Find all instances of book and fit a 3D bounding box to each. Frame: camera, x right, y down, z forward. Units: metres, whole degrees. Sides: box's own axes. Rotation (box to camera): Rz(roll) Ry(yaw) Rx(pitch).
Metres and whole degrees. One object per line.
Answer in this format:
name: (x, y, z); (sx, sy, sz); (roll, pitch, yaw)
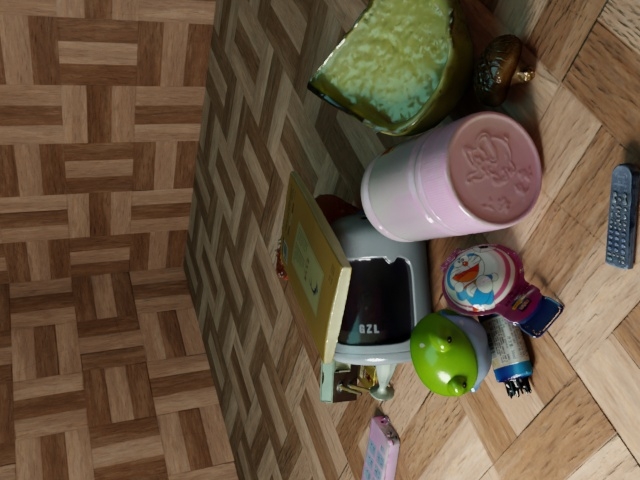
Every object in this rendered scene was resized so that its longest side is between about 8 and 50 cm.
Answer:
book: (-0.024, 0.050, 1.451); (0.389, 0.032, 0.269); (-117, 29, -49)

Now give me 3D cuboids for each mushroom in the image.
mushroom: (0.306, -0.291, 1.108); (0.109, 0.085, 0.126); (-128, 45, -53)

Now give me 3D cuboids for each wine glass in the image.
wine glass: (0.161, 0.317, 1.604); (0.073, 0.073, 0.155); (-130, 39, -54)

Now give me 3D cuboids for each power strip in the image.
power strip: (0.157, 0.598, 1.709); (0.109, 0.038, 0.278); (-133, 43, -56)

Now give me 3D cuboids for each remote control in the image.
remote control: (0.438, -0.035, 0.930); (0.043, 0.027, 0.152); (23, 118, 58)

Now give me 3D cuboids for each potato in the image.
potato: (0.190, -0.327, 1.268); (0.330, 0.213, 0.280); (-50, 55, 27)

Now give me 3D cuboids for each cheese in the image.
cheese: (0.311, 0.084, 1.146); (0.244, 0.155, 0.062); (38, 173, 45)

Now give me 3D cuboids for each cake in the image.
cake: (0.000, 0.000, 1.706); (0.283, 0.151, 0.177); (-47, 41, 29)

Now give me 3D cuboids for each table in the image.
table: (0.080, 0.300, 1.682); (0.111, 0.122, 0.240); (-3, 81, 34)

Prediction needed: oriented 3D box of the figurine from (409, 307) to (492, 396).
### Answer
figurine: (0.245, 0.205, 1.225); (0.263, 0.143, 0.162); (-22, -82, -80)

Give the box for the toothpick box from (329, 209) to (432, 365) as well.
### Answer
toothpick box: (0.127, 0.082, 1.444); (0.263, 0.263, 0.354); (176, 89, -67)

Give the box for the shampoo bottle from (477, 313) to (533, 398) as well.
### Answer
shampoo bottle: (0.339, 0.195, 1.179); (0.087, 0.050, 0.183); (135, 127, -58)

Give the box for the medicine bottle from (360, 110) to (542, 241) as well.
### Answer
medicine bottle: (0.227, -0.105, 1.186); (0.316, 0.202, 0.202); (172, 93, -67)

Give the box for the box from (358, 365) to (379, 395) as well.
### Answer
box: (0.123, 0.350, 1.758); (0.133, 0.023, 0.090); (-136, 45, -57)

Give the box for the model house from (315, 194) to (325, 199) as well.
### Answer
model house: (0.016, -0.097, 1.890); (0.083, 0.057, 0.058); (9, 130, 47)
